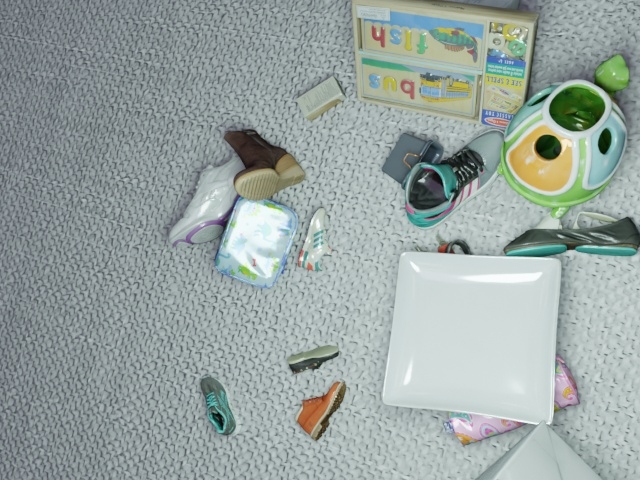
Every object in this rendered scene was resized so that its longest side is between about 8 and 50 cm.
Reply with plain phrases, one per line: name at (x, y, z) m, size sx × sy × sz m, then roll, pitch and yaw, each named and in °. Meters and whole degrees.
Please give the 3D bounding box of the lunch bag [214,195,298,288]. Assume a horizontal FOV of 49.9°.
lunch bag at (-0.157, 0.002, 1.722) m, size 0.176 × 0.090 × 0.219 m, roll 20°, pitch 93°, yaw -8°

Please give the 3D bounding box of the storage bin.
storage bin at (0.210, -0.188, 1.631) m, size 0.091 × 0.098 × 0.135 m, roll 34°, pitch 96°, yaw 32°

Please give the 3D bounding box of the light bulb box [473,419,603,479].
light bulb box at (0.409, 0.612, 1.305) m, size 0.358 × 0.225 × 0.361 m, roll 46°, pitch 132°, yaw 20°

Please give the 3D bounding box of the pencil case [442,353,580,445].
pencil case at (0.403, 0.341, 1.473) m, size 0.284 × 0.124 × 0.124 m, roll -26°, pitch 75°, yaw 18°

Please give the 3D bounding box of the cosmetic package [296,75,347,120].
cosmetic package at (0.002, -0.361, 1.753) m, size 0.115 × 0.041 × 0.060 m, roll -28°, pitch 75°, yaw 16°

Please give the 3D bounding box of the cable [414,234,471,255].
cable at (0.322, 0.115, 1.582) m, size 0.139 × 0.072 × 0.287 m, roll -33°, pitch 85°, yaw -3°

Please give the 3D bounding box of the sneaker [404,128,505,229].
sneaker at (0.296, -0.150, 1.540) m, size 0.295 × 0.178 × 0.124 m, roll -46°, pitch 70°, yaw 10°

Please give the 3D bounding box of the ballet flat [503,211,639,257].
ballet flat at (0.538, -0.011, 1.485) m, size 0.280 × 0.095 × 0.096 m, roll -1°, pitch 73°, yaw 11°

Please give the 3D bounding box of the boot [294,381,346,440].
boot at (-0.002, 0.395, 1.659) m, size 0.084 × 0.059 × 0.158 m, roll 35°, pitch 98°, yaw 26°

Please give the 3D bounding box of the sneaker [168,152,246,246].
sneaker at (-0.286, -0.103, 1.810) m, size 0.305 × 0.114 × 0.152 m, roll -40°, pitch 65°, yaw 4°

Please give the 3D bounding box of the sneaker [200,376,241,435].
sneaker at (-0.262, 0.420, 1.745) m, size 0.065 × 0.076 × 0.167 m, roll -37°, pitch 72°, yaw 12°

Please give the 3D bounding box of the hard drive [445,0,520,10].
hard drive at (0.286, -0.550, 1.591) m, size 0.307 × 0.203 × 0.040 m, roll 15°, pitch 126°, yaw 22°

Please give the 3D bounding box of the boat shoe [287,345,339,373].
boat shoe at (-0.014, 0.291, 1.684) m, size 0.132 × 0.049 × 0.042 m, roll -18°, pitch 105°, yaw 11°

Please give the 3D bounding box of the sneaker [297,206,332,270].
sneaker at (0.000, 0.000, 1.712) m, size 0.075 × 0.057 × 0.161 m, roll 18°, pitch 89°, yaw 5°

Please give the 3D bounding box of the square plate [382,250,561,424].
square plate at (0.321, 0.197, 1.458) m, size 0.347 × 0.049 × 0.344 m, roll 2°, pitch 72°, yaw 21°

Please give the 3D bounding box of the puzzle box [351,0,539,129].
puzzle box at (0.268, -0.403, 1.552) m, size 0.408 × 0.272 × 0.052 m, roll 15°, pitch 49°, yaw 22°

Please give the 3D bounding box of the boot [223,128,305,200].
boot at (-0.177, -0.195, 1.703) m, size 0.207 × 0.248 × 0.090 m, roll 40°, pitch 122°, yaw 23°

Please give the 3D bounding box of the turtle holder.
turtle holder at (0.532, -0.220, 1.419) m, size 0.320 × 0.227 × 0.243 m, roll -22°, pitch 63°, yaw -5°

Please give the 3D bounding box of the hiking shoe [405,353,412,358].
hiking shoe at (0.214, 0.239, 1.561) m, size 0.086 × 0.114 × 0.227 m, roll -9°, pitch 81°, yaw 19°
